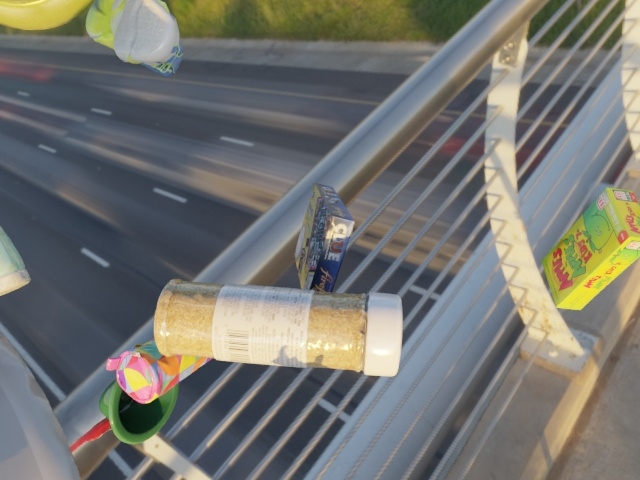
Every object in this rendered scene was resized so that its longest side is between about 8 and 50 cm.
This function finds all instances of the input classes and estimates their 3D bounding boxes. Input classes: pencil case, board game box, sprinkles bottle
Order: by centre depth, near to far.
[{"bbox_3d":[0.405,0.017,0.784,0.043,0.181,0.092,6,51,-9],"label":"board game box"},{"bbox_3d":[-0.059,0.128,0.789,0.355,0.121,0.121,4,45,5],"label":"sprinkles bottle"},{"bbox_3d":[-0.263,0.199,0.965,0.104,0.104,0.236,2,14,29],"label":"pencil case"},{"bbox_3d":[0.000,0.000,0.983,0.042,0.165,0.243,13,17,-12],"label":"board game box"}]

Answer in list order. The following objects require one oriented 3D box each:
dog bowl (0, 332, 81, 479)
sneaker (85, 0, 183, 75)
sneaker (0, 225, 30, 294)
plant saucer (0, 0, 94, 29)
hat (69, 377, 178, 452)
[{"bbox_3d":[-0.283,0.203,0.297,0.349,0.102,0.348,0,89,27],"label":"dog bowl"},{"bbox_3d":[-0.225,-0.278,0.725,0.240,0.126,0.091,37,103,41],"label":"sneaker"},{"bbox_3d":[-0.548,0.038,0.695,0.256,0.151,0.094,-25,4,-28],"label":"sneaker"},{"bbox_3d":[-0.395,-0.397,0.667,0.241,0.241,0.037,-23,21,3],"label":"plant saucer"},{"bbox_3d":[-0.430,0.322,1.090,0.184,0.173,0.208,0,33,30],"label":"hat"}]
